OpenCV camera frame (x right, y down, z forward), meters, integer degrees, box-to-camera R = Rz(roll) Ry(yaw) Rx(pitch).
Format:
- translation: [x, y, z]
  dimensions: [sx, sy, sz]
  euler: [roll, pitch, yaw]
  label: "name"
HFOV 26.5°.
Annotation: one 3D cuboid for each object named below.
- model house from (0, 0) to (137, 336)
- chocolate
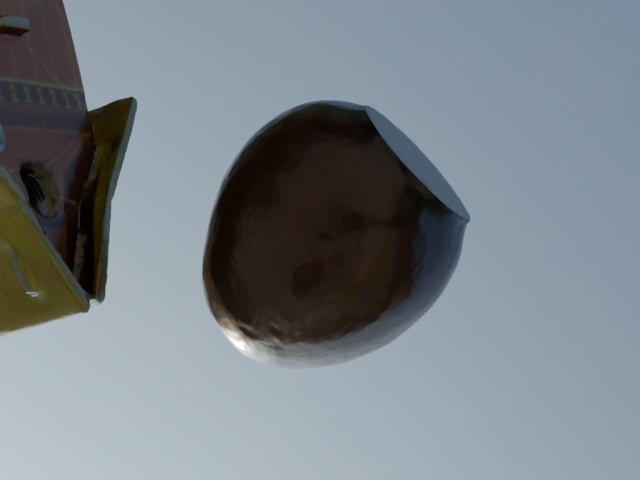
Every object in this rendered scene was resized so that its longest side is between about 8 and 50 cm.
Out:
- translation: [-0.291, -0.081, 0.818]
  dimensions: [0.300, 0.340, 0.323]
  euler: [-19, -97, 26]
  label: "model house"
- translation: [0.000, 0.000, 0.839]
  dimensions: [0.177, 0.177, 0.176]
  euler: [0, -91, 14]
  label: "chocolate"
